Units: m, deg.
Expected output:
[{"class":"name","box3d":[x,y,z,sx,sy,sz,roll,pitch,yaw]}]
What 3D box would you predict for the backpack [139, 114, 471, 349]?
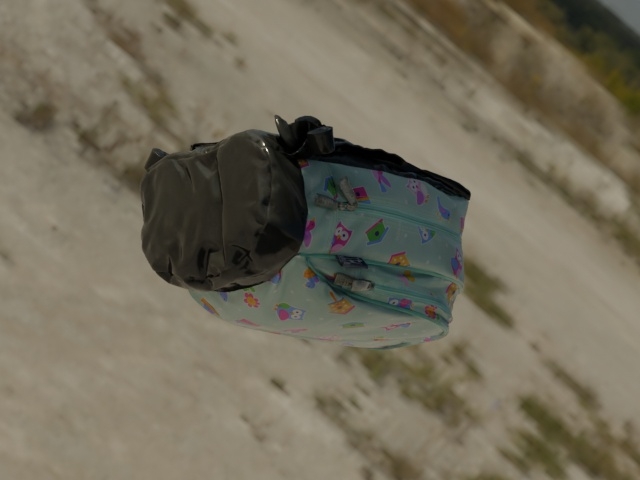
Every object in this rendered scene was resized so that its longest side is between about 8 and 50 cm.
[{"class":"backpack","box3d":[0.000,0.000,0.988,0.182,0.115,0.152,13,-9,-37]}]
